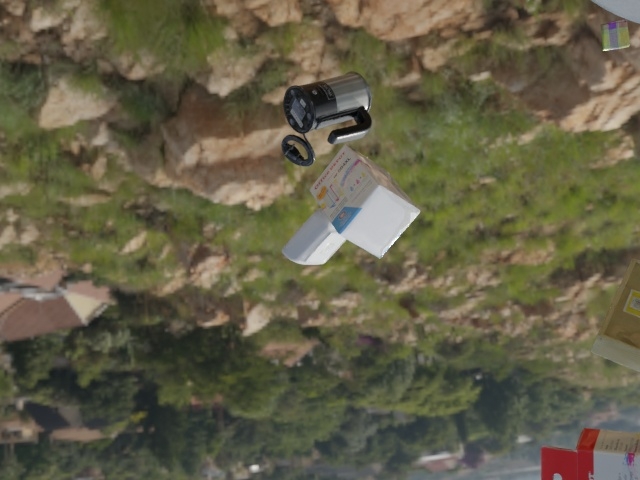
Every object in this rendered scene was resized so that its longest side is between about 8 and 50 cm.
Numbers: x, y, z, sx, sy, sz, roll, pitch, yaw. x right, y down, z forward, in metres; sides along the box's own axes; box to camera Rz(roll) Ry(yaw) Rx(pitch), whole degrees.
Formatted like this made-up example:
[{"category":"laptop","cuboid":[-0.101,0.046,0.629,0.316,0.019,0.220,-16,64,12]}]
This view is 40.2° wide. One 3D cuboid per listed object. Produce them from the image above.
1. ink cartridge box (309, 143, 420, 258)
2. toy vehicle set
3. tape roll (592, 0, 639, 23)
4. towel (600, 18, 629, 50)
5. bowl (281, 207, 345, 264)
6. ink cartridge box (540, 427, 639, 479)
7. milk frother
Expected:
[{"category":"ink cartridge box","cuboid":[0.057,-0.062,1.258,0.090,0.143,0.092,28,107,-36]},{"category":"toy vehicle set","cuboid":[0.541,0.127,1.378,0.166,0.035,0.267,23,-146,20]},{"category":"tape roll","cuboid":[0.365,-0.403,0.863,0.072,0.392,0.392,-33,178,-32]},{"category":"towel","cuboid":[0.636,-0.442,1.887,0.083,0.060,0.009,-16,-167,-27]},{"category":"bowl","cuboid":[0.000,0.000,1.858,0.142,0.053,0.142,-47,159,16]},{"category":"ink cartridge box","cuboid":[0.426,0.337,1.198,0.231,0.134,0.078,2,-166,25]},{"category":"milk frother","cuboid":[0.005,-0.212,1.544,0.135,0.129,0.143,-20,175,-35]}]
